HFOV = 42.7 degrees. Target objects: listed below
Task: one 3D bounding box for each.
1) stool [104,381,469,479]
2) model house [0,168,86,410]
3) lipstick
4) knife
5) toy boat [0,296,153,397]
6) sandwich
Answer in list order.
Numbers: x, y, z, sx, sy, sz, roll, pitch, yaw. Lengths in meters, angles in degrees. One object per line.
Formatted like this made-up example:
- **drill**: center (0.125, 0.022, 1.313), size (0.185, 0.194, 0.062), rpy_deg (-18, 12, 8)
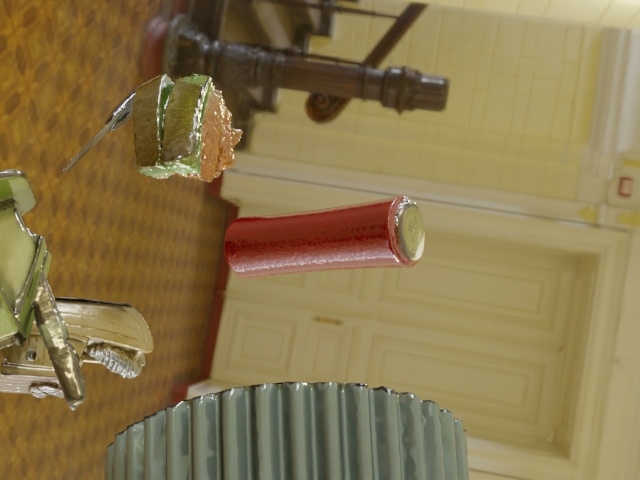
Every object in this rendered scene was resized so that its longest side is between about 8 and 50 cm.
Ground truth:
- **stool**: center (-0.017, 0.311, 0.592), size (0.297, 0.297, 0.330), rpy_deg (87, -2, -57)
- **model house**: center (-0.395, 0.089, 0.934), size (0.205, 0.218, 0.279), rpy_deg (141, -72, -73)
- **lipstick**: center (0.000, 0.000, 0.928), size (0.080, 0.241, 0.080), rpy_deg (12, 76, -54)
- **knife**: center (-0.301, -0.160, 1.154), size (0.060, 0.028, 0.230), rpy_deg (-37, -164, 42)
- **toy boat**: center (-0.379, 0.143, 1.070), size (0.089, 0.321, 0.121), rpy_deg (-45, -133, 48)
- **sandwich**: center (-0.192, -0.139, 1.173), size (0.160, 0.109, 0.185), rpy_deg (61, 24, -51)
